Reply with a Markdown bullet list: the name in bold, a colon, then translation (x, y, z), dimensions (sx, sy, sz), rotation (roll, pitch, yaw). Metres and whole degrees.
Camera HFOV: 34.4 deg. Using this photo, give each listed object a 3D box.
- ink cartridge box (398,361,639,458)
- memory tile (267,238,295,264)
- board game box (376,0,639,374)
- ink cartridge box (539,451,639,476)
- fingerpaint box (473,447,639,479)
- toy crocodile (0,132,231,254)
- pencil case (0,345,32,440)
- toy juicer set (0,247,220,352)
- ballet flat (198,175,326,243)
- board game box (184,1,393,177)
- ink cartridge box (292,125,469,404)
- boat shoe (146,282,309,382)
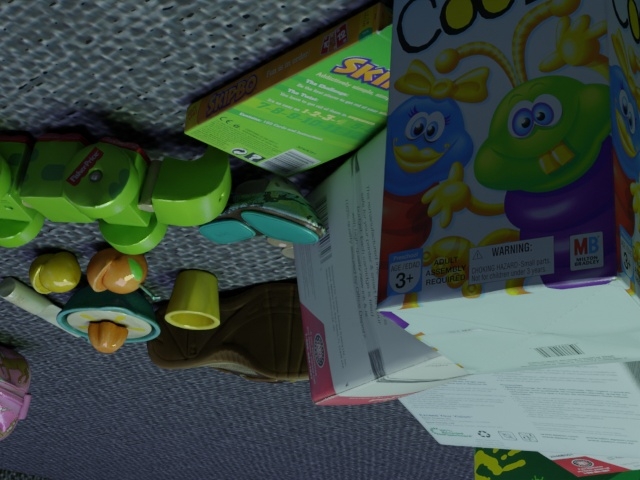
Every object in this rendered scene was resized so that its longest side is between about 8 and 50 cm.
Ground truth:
- **ink cartridge box**: translation (0.209, 0.139, 1.167), dimensions (0.324, 0.071, 0.330), rotation (-3, 141, 37)
- **memory tile**: translation (0.000, 0.000, 1.169), dimensions (0.113, 0.012, 0.148), rotation (-6, 155, 22)
- **board game box**: translation (0.134, -0.071, 0.653), dimensions (0.144, 0.275, 0.142), rotation (-10, 153, 30)
- **ink cartridge box**: translation (0.337, 0.201, 1.374), dimensions (0.273, 0.114, 0.197), rotation (34, 146, -25)
- **fingerpaint box**: translation (0.475, 0.378, 1.711), dimensions (0.371, 0.163, 0.445), rotation (-4, 165, 19)
- **toy crocodile**: translation (-0.252, -0.058, 0.987), dimensions (0.341, 0.105, 0.115), rotation (3, 157, 14)
- **pencil case**: translation (-0.605, 0.182, 1.510), dimensions (0.160, 0.167, 0.386), rotation (-42, 141, 11)
- **toy juicer set**: translation (-0.302, 0.091, 1.331), dimensions (0.329, 0.089, 0.209), rotation (-16, 150, 39)
- **ballet flat**: translation (-0.055, -0.034, 1.006), dimensions (0.070, 0.070, 0.188), rotation (24, 165, -39)
- **board game box**: translation (0.013, -0.119, 0.864), dimensions (0.124, 0.039, 0.259), rotation (22, 154, -39)
- **ink cartridge box**: translation (0.081, 0.026, 0.930), dimensions (0.117, 0.207, 0.283), rotation (0, 165, -23)
- **boat shoe**: translation (-0.066, 0.131, 1.363), dimensions (0.342, 0.123, 0.123), rotation (-7, 163, 32)
